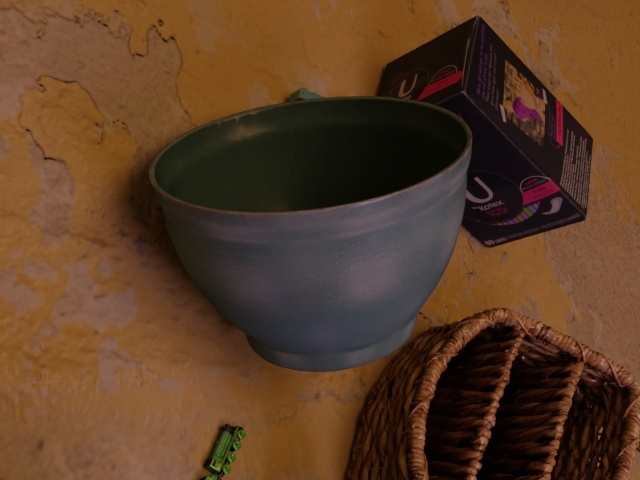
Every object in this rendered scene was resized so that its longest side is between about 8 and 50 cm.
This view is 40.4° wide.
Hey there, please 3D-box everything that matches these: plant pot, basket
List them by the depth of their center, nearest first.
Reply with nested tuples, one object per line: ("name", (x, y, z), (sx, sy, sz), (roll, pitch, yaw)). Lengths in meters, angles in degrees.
("plant pot", (0.000, 0.000, 0.833), (0.293, 0.293, 0.196), (-36, 128, -46))
("basket", (0.191, 0.214, 0.953), (0.213, 0.223, 0.299), (50, 47, -19))

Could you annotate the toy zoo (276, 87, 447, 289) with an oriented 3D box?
("toy zoo", (0.033, -0.043, 1.032), (0.192, 0.030, 0.293), (-32, 98, -46))

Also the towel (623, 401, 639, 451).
("towel", (0.553, 0.318, 1.418), (0.237, 0.021, 0.102), (41, 51, -27))

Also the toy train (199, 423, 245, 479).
("toy train", (-0.095, 0.209, 0.820), (0.024, 0.017, 0.083), (36, 52, -17))

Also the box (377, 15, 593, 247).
("box", (0.217, -0.133, 1.150), (0.270, 0.165, 0.143), (38, 52, -28))
